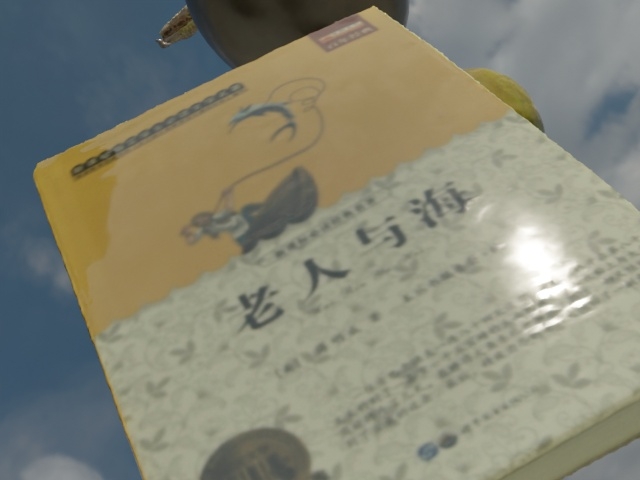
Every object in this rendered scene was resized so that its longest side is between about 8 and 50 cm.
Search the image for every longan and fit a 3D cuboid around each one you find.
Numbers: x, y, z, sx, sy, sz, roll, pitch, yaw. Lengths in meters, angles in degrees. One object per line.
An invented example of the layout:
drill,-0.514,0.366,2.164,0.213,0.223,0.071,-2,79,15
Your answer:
longan,-0.030,-0.312,1.194,0.243,0.300,0.300,-31,-43,24

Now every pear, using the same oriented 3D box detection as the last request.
pear,0.173,-0.120,1.107,0.162,0.149,0.149,-6,-49,-56

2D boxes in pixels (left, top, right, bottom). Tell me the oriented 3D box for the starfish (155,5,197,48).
starfish,-0.020,-0.371,1.433,0.132,0.398,0.384,-51,-13,-45

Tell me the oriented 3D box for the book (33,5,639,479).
book,0.000,0.000,0.536,0.269,0.389,0.032,-28,-50,-9
